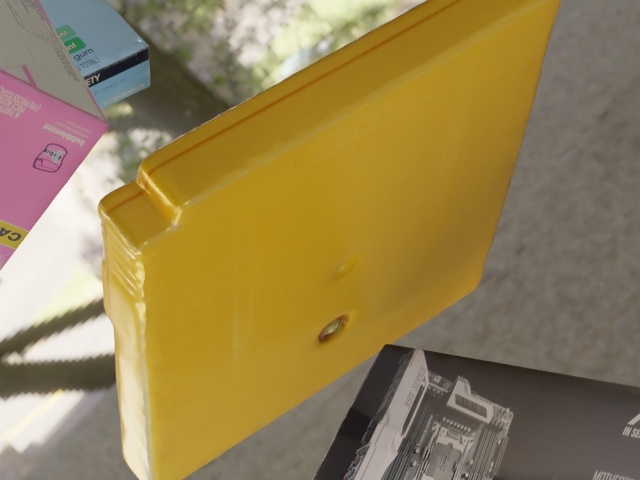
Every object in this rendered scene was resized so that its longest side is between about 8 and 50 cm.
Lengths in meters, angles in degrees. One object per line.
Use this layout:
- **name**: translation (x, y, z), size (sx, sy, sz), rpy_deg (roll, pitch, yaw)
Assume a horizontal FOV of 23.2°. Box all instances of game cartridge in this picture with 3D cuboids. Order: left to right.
- **game cartridge**: translation (0.000, 0.000, 0.935), size (0.285, 0.052, 0.323), rpy_deg (-31, -26, -22)

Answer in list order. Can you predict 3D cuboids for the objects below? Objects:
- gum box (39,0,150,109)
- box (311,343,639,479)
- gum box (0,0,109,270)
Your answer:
- **gum box**: translation (-0.223, -0.134, 0.988), size (0.157, 0.184, 0.041), rpy_deg (-30, -29, -24)
- **box**: translation (0.101, 0.194, 0.898), size (0.307, 0.076, 0.242), rpy_deg (6, 63, 54)
- **gum box**: translation (-0.177, -0.072, 0.713), size (0.107, 0.062, 0.188), rpy_deg (-51, 42, 16)
